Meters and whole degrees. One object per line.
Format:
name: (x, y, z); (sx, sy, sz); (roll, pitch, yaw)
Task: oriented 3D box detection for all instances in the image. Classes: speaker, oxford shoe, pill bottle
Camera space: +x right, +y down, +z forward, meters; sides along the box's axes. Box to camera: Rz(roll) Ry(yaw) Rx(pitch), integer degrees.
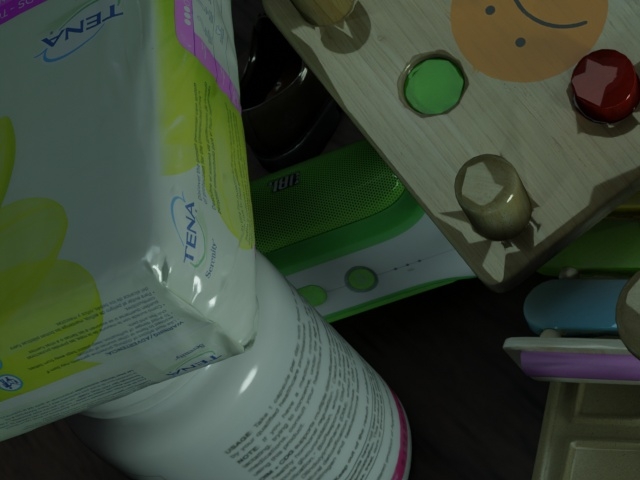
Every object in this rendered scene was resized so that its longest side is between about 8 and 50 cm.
speaker: (0.000, 0.000, 1.053); (0.296, 0.131, 0.131); (-20, 51, 19)
oxford shoe: (-0.004, -0.173, 1.194); (0.083, 0.096, 0.227); (8, 62, 37)
pill bottle: (-0.066, 0.092, 0.922); (0.160, 0.283, 0.160); (-16, 53, 22)

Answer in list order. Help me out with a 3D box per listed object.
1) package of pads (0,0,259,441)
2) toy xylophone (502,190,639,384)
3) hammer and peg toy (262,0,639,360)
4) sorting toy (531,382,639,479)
package of pads: (-0.151, -0.040, 0.804); (0.229, 0.101, 0.296); (-21, 51, 20)
toy xylophone: (0.246, -0.027, 0.925); (0.236, 0.081, 0.322); (-7, 45, 25)
hammer and peg toy: (0.164, -0.101, 0.847); (0.266, 0.127, 0.361); (-39, 67, 3)
sorting toy: (0.278, 0.125, 0.859); (0.307, 0.041, 0.229); (-1, 55, 31)
